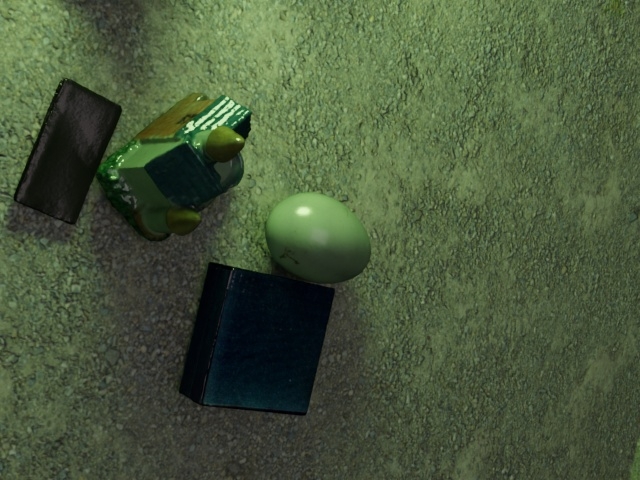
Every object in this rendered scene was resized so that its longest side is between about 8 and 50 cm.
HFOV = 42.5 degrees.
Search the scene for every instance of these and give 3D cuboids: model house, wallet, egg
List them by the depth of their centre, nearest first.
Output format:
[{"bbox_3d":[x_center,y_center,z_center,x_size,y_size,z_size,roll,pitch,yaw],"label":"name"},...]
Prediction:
[{"bbox_3d":[-0.209,-0.132,1.485,0.267,0.325,0.194,-45,116,-27],"label":"model house"},{"bbox_3d":[-0.459,-0.161,1.501,0.124,0.025,0.244,25,78,-35],"label":"wallet"},{"bbox_3d":[0.000,0.000,1.735,0.264,0.183,0.183,27,79,-40],"label":"egg"}]

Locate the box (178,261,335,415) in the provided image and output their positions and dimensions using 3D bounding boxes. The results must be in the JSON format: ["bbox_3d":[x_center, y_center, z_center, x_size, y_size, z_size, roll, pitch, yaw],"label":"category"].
[{"bbox_3d":[-0.129,0.207,1.707,0.261,0.116,0.279,15,86,-35],"label":"box"}]
